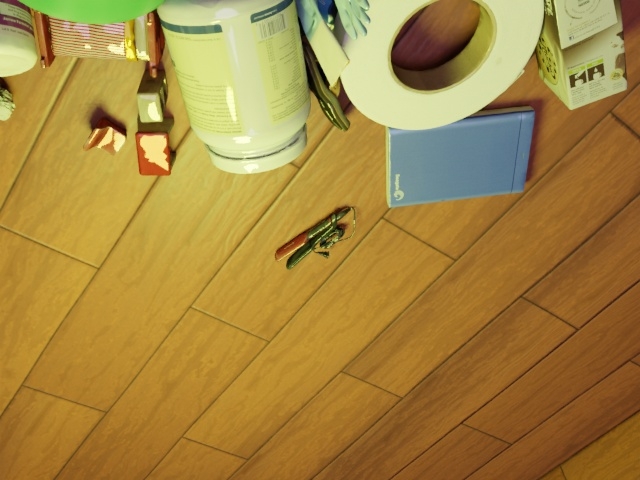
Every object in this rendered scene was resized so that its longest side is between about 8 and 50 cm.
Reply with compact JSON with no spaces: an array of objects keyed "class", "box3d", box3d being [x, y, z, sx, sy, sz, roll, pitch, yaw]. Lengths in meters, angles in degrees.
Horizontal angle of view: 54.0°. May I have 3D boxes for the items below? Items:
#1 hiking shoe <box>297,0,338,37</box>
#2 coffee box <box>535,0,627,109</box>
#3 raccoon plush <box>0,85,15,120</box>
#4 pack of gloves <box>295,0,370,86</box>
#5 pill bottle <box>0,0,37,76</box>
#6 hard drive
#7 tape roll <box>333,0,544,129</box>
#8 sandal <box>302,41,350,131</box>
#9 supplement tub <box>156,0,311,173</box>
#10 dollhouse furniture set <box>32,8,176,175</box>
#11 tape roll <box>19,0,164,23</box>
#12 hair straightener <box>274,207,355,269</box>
[{"class":"hiking shoe","box3d":[0.027,-0.490,1.103,0.132,0.113,0.304,1,127,-9]},{"class":"coffee box","box3d":[0.470,-0.423,1.171,0.118,0.168,0.297,-20,127,9]},{"class":"raccoon plush","box3d":[-0.767,-0.398,1.088,0.216,0.299,0.446,-21,163,4]},{"class":"pack of gloves","box3d":[0.015,-0.411,1.057,0.046,0.232,0.195,-23,170,-24]},{"class":"pill bottle","box3d":[-0.556,-0.424,0.987,0.169,0.169,0.302,-8,92,-1]},{"class":"hard drive","box3d":[0.308,-0.185,1.414,0.318,0.040,0.210,-7,128,-2]},{"class":"tape roll","box3d":[0.216,-0.374,1.159,0.391,0.072,0.392,-10,142,-8]},{"class":"sandal","box3d":[0.014,-0.312,1.260,0.060,0.090,0.219,-39,127,-2]},{"class":"supplement tub","box3d":[-0.144,-0.311,1.144,0.235,0.235,0.325,-9,128,0]},{"class":"dollhouse furniture set","box3d":[-0.392,-0.281,1.190,0.201,0.152,0.374,0,127,-7]},{"class":"tape roll","box3d":[-0.359,-0.483,0.940,0.321,0.321,0.077,16,156,-18]},{"class":"hair straightener","box3d":[0.000,0.000,1.526,0.230,0.047,0.089,-38,123,16]}]
